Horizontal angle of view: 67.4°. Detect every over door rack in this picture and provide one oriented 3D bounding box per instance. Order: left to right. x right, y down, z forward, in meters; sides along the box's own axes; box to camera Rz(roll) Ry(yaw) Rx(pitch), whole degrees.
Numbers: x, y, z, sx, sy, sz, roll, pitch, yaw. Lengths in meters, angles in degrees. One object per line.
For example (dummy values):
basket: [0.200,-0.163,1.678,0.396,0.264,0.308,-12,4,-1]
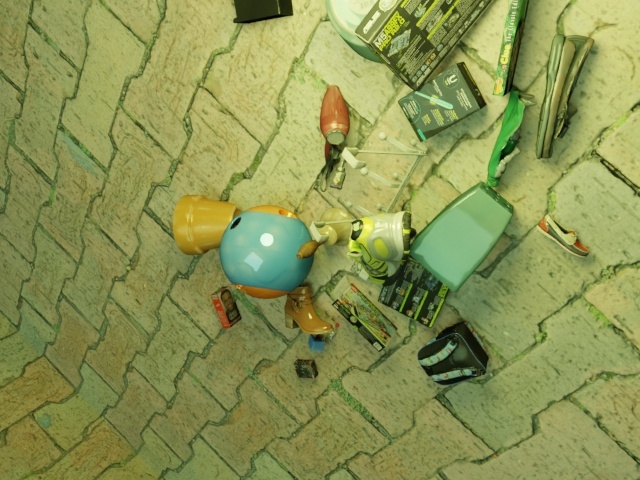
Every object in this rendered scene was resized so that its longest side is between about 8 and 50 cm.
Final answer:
over door rack: [0.115,-0.147,1.224,0.108,0.324,0.239,43,128,26]

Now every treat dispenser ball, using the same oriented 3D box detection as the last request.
treat dispenser ball: [-0.163,0.034,1.472,0.288,0.288,0.288,12,117,25]

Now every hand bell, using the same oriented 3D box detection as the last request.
hand bell: [0.000,0.000,1.393,0.126,0.242,0.126,11,116,24]

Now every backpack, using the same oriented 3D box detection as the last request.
backpack: [0.382,0.336,1.405,0.173,0.117,0.158,-36,92,35]

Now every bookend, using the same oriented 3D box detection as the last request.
bookend: [-0.166,-0.677,1.289,0.157,0.072,0.156,3,112,29]

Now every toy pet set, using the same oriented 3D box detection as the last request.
toy pet set: [-0.012,0.317,1.649,0.122,0.065,0.114,25,121,18]

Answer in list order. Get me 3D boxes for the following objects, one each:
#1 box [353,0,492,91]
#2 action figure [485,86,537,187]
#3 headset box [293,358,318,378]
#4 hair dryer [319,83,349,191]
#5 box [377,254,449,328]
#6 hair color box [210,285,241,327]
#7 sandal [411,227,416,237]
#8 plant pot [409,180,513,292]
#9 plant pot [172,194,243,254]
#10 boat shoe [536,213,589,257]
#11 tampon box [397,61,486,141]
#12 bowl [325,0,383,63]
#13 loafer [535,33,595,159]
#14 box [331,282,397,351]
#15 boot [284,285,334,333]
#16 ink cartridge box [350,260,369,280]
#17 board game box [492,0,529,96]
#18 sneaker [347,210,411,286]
box: [0.229,-0.487,1.024,0.270,0.216,0.060,-50,51,16]
action figure: [0.442,-0.228,1.135,0.063,0.137,0.232,16,128,8]
headset box: [-0.050,0.471,1.759,0.083,0.032,0.062,-5,109,32]
hair dryer: [0.020,-0.279,1.311,0.080,0.223,0.293,5,96,-14]
box: [0.282,0.141,1.420,0.184,0.045,0.191,24,120,16]
hair color box: [-0.356,0.252,1.809,0.043,0.072,0.141,-9,107,33]
sandal: [0.187,-0.021,1.392,0.179,0.040,0.067,-10,145,21]
plant pot: [0.371,-0.024,1.229,0.166,0.165,0.234,42,118,7]
plant pot: [-0.361,-0.054,1.614,0.188,0.205,0.205,-1,112,13]
boat shoe: [0.600,-0.010,1.174,0.137,0.049,0.043,39,123,15]
tampon box: [0.296,-0.335,1.164,0.161,0.101,0.120,-26,98,34]
bowl: [0.135,-0.571,1.114,0.311,0.163,0.311,11,117,24]
loafer: [0.532,-0.308,1.053,0.084,0.096,0.267,8,113,20]
box: [0.139,0.238,1.500,0.207,0.114,0.036,44,125,4]
boot: [-0.041,0.228,1.605,0.197,0.073,0.152,5,95,30]
ink cartridge box: [0.142,0.060,1.470,0.063,0.029,0.115,33,124,13]
board game box: [0.414,-0.450,1.027,0.030,0.136,0.260,15,117,26]
sneaker: [0.146,0.017,1.268,0.147,0.145,0.385,5,157,4]
